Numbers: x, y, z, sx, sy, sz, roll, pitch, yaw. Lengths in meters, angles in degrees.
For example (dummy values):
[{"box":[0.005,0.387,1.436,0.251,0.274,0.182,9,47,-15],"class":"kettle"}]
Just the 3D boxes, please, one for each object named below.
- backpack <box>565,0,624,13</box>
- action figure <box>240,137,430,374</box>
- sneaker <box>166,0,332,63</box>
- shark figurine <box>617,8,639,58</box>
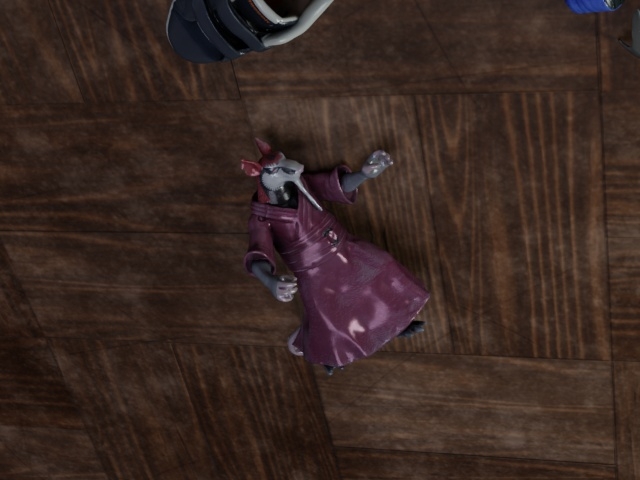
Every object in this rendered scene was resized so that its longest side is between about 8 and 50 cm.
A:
[{"box":[0.312,-0.330,1.402,0.101,0.098,0.120,6,139,53],"class":"backpack"},{"box":[0.000,0.000,1.775,0.370,0.248,0.275,57,167,-15],"class":"action figure"},{"box":[-0.095,-0.305,1.533,0.321,0.127,0.126,-28,118,36],"class":"sneaker"},{"box":[0.507,-0.233,1.425,0.278,0.116,0.166,-20,88,22],"class":"shark figurine"}]
